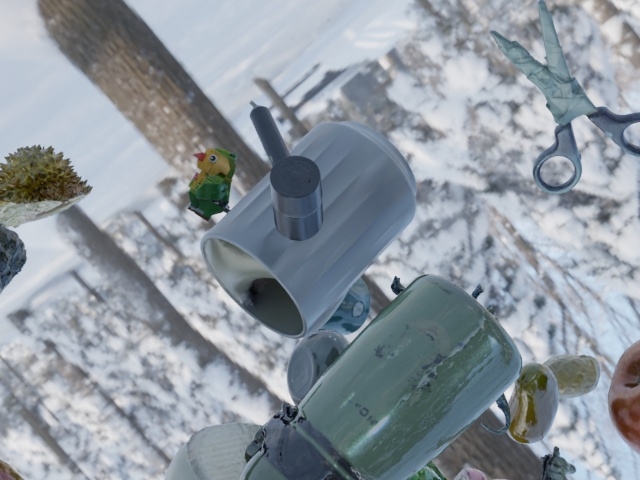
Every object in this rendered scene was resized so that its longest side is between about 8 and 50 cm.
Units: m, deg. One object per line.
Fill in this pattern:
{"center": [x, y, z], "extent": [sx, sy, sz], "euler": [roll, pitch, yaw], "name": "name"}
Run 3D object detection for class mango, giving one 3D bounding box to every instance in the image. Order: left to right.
{"center": [0.430, 0.328, 1.944], "extent": [0.136, 0.099, 0.227], "euler": [-46, 145, -30], "name": "mango"}

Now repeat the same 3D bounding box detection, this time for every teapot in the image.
{"center": [0.064, 0.280, 1.960], "extent": [0.183, 0.251, 0.183], "euler": [-24, -119, 53], "name": "teapot"}

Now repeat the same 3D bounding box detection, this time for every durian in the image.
{"center": [-0.539, -0.103, 1.791], "extent": [0.250, 0.138, 0.183], "euler": [-27, -172, 42], "name": "durian"}

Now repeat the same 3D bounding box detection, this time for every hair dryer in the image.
{"center": [-0.060, -0.114, 1.363], "extent": [0.071, 0.219, 0.124], "euler": [-20, 153, -11], "name": "hair dryer"}

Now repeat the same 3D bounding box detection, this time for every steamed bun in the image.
{"center": [-0.124, 0.520, 1.794], "extent": [0.374, 0.374, 0.241], "euler": [-65, 180, -75], "name": "steamed bun"}

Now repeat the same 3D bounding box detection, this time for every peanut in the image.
{"center": [0.601, 0.328, 2.322], "extent": [0.159, 0.109, 0.140], "euler": [-21, -174, 19], "name": "peanut"}

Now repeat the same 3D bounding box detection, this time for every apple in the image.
{"center": [0.675, 0.300, 1.838], "extent": [0.272, 0.206, 0.251], "euler": [-63, -179, -29], "name": "apple"}

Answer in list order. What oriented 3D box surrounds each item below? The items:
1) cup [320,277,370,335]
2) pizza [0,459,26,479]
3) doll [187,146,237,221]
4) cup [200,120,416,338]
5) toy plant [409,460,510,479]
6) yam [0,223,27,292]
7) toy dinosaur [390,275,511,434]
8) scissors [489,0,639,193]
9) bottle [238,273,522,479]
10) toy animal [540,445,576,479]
{"center": [0.000, 0.140, 2.225], "extent": [0.167, 0.299, 0.173], "euler": [13, -178, 40], "name": "cup"}
{"center": [-0.340, 0.439, 1.207], "extent": [0.130, 0.440, 0.406], "euler": [-40, -151, -7], "name": "pizza"}
{"center": [-0.249, -0.130, 2.281], "extent": [0.134, 0.186, 0.106], "euler": [2, -175, -6], "name": "doll"}
{"center": [0.000, 0.000, 1.639], "extent": [0.237, 0.323, 0.327], "euler": [26, -121, 34], "name": "cup"}
{"center": [0.310, 0.596, 2.137], "extent": [0.317, 0.356, 0.210], "euler": [114, -6, -53], "name": "toy plant"}
{"center": [-0.603, 0.075, 1.450], "extent": [0.300, 0.195, 0.195], "euler": [-54, -168, -21], "name": "yam"}
{"center": [0.288, 0.188, 1.824], "extent": [0.147, 0.363, 0.076], "euler": [-36, 176, 13], "name": "toy dinosaur"}
{"center": [0.419, -0.242, 1.612], "extent": [0.256, 0.383, 0.029], "euler": [-21, -143, 28], "name": "scissors"}
{"center": [0.059, 0.204, 1.094], "extent": [0.347, 0.168, 0.168], "euler": [-42, -173, -9], "name": "bottle"}
{"center": [0.429, 0.519, 1.830], "extent": [0.217, 0.176, 0.073], "euler": [-31, 156, -9], "name": "toy animal"}
